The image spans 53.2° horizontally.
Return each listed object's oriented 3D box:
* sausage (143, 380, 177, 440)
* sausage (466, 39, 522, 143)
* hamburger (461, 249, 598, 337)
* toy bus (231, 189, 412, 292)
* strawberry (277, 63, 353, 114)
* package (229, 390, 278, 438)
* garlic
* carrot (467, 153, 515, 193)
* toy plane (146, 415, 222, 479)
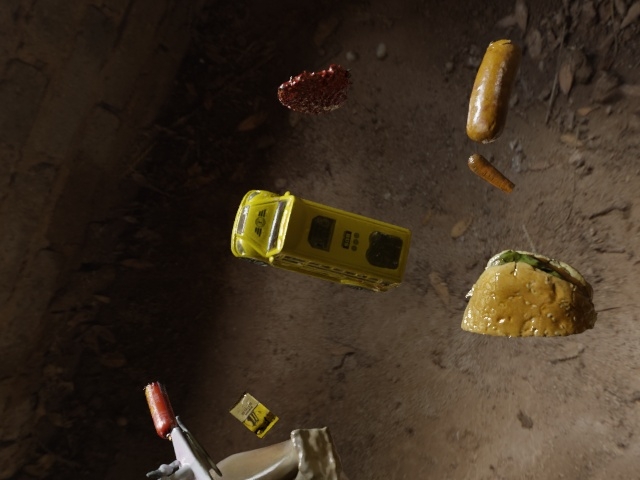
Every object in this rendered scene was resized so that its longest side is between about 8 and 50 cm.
[{"bbox_3d":[-0.313,0.343,1.265,0.050,0.048,0.145,-55,39,13],"label":"sausage"},{"bbox_3d":[0.435,-0.373,1.606,0.109,0.109,0.270,13,78,16],"label":"sausage"},{"bbox_3d":[0.505,0.125,1.602,0.330,0.162,0.208,-7,98,27],"label":"hamburger"},{"bbox_3d":[0.000,0.000,1.239,0.330,0.152,0.144,15,79,-12],"label":"toy bus"},{"bbox_3d":[-0.009,-0.367,1.661,0.208,0.167,0.087,-24,71,-24],"label":"strawberry"},{"bbox_3d":[-0.170,0.460,1.672,0.131,0.047,0.071,30,69,29],"label":"package"},{"bbox_3d":[-0.088,0.474,1.096,0.340,0.246,0.231,-23,63,10],"label":"garlic"},{"bbox_3d":[0.297,-0.116,1.117,0.093,0.032,0.032,40,95,7],"label":"carrot"},{"bbox_3d":[-0.180,0.273,0.476,0.273,0.107,0.181,-35,71,21],"label":"toy plane"}]
